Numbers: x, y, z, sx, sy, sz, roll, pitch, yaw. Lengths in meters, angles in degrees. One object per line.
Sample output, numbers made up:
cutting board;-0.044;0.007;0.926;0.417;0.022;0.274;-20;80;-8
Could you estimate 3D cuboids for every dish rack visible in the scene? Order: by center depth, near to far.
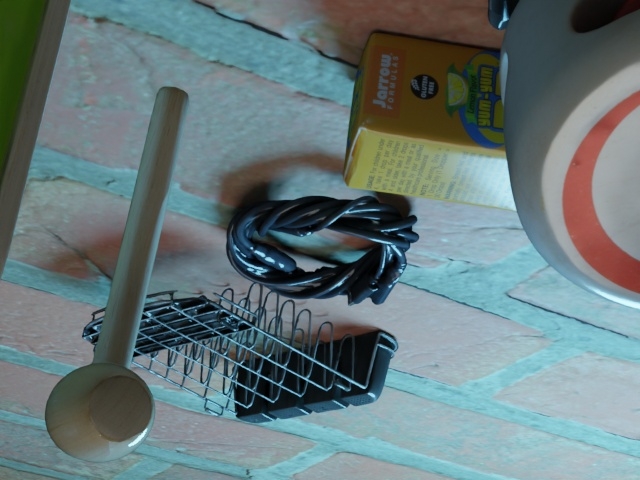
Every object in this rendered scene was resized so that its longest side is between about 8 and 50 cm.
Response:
dish rack;-0.082;0.101;1.234;0.208;0.074;0.271;-18;143;39

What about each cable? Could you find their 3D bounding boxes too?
cable;0.000;0.000;1.040;0.151;0.047;0.184;15;156;-4

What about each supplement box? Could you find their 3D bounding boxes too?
supplement box;0.135;-0.066;0.820;0.234;0.078;0.080;7;154;-1

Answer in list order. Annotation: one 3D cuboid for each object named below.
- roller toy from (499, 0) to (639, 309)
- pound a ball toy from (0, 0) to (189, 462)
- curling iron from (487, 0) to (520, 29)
roller toy;0.193;-0.073;0.676;0.191;0.146;0.209;23;127;-14
pound a ball toy;-0.172;-0.054;0.646;0.208;0.319;0.136;17;153;-20
curling iron;0.084;-0.195;0.616;0.068;0.035;0.274;5;154;14
